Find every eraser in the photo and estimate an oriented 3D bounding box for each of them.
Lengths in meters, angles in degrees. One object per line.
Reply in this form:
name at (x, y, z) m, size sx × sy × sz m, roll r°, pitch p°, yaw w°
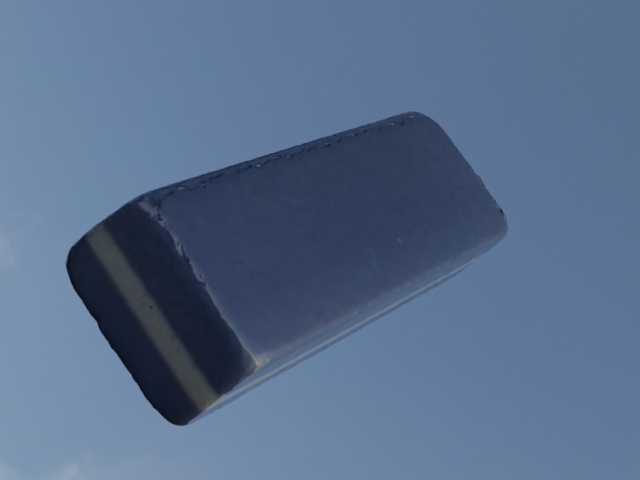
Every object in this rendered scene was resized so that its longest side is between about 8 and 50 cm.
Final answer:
eraser at (0.000, 0.000, 0.458) m, size 0.082 × 0.225 × 0.036 m, roll 54°, pitch -51°, yaw 11°
